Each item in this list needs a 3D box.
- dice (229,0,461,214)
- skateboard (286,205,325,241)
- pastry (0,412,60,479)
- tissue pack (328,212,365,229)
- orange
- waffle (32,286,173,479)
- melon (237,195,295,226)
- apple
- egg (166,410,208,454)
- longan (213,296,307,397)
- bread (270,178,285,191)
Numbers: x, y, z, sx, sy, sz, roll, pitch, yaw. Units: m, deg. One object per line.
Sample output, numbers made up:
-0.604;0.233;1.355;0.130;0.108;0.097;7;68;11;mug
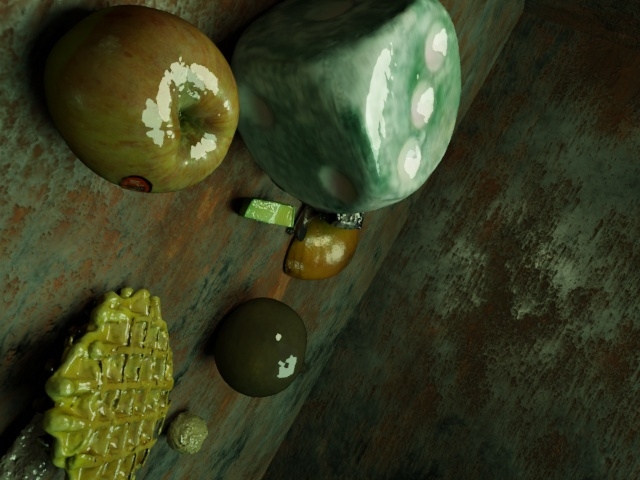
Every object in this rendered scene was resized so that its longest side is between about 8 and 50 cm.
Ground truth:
0.052;-0.270;0.980;0.328;0.330;0.348;-49;139;-28;dice
-0.035;-0.066;1.579;0.151;0.080;0.067;-63;155;1;skateboard
-0.513;0.377;0.949;0.265;0.112;0.103;-50;166;-28;pastry
0.106;-0.198;1.556;0.245;0.123;0.332;180;-74;-86;tissue pack
0.001;0.004;1.767;0.310;0.274;0.274;-14;140;-22;orange
-0.382;0.292;0.981;0.380;0.095;0.382;-75;166;-54;waffle
-0.133;-0.072;1.266;0.209;0.118;0.064;-2;107;-82;melon
-0.235;-0.188;0.699;0.261;0.194;0.261;-50;157;-31;apple
-0.399;0.577;1.533;0.140;0.116;0.118;38;55;-75;egg
-0.168;0.309;1.482;0.297;0.297;0.297;-50;159;-27;longan
-0.045;-0.211;1.236;0.190;0.132;0.114;-56;176;-17;bread
